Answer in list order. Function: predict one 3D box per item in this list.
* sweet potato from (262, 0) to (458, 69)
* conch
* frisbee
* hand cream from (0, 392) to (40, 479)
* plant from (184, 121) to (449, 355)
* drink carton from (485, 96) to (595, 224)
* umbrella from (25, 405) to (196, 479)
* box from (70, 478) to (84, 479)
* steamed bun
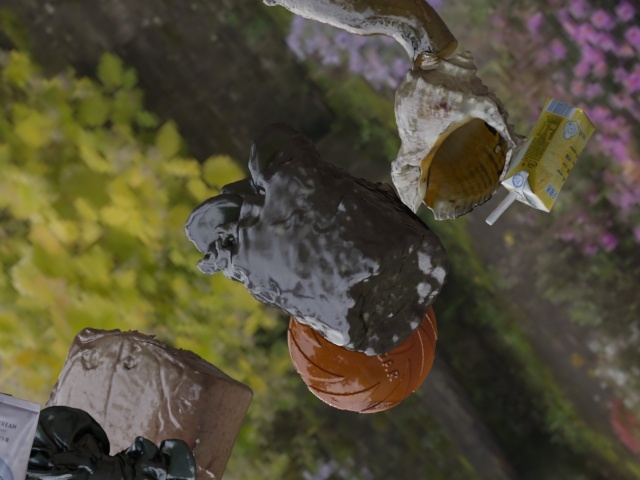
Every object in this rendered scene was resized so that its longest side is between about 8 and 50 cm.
[{"bbox_3d":[0.049,-0.306,2.020,0.286,0.085,0.112,16,131,14],"label":"sweet potato"},{"bbox_3d":[0.174,-0.134,1.977,0.163,0.245,0.178,-7,-144,-44],"label":"conch"},{"bbox_3d":[0.055,0.115,1.818,0.192,0.192,0.035,49,165,-6],"label":"frisbee"},{"bbox_3d":[-0.327,0.225,1.502,0.084,0.142,0.053,12,-172,25],"label":"hand cream"},{"bbox_3d":[0.000,0.000,1.712,0.276,0.199,0.188,35,-169,30],"label":"plant"},{"bbox_3d":[0.311,-0.100,2.114,0.074,0.200,0.084,24,172,34],"label":"drink carton"},{"bbox_3d":[-0.312,0.282,1.843,0.349,0.143,0.094,24,156,-29],"label":"umbrella"},{"bbox_3d":[-0.268,0.341,1.739,0.091,0.126,0.031,12,140,-9],"label":"box"},{"bbox_3d":[-0.243,0.260,2.172,0.301,0.251,0.199,17,-179,32],"label":"steamed bun"}]
